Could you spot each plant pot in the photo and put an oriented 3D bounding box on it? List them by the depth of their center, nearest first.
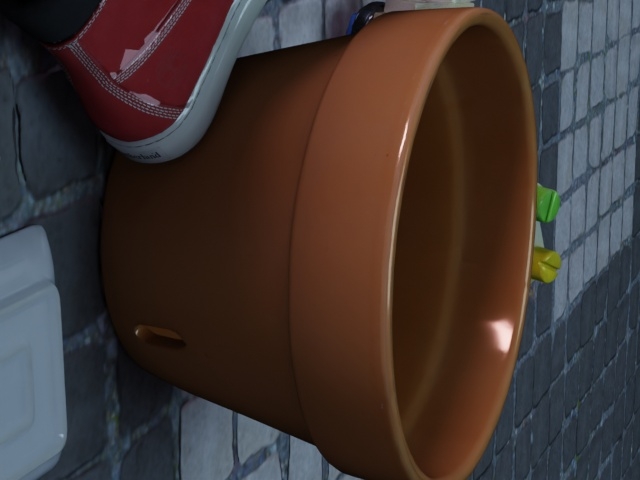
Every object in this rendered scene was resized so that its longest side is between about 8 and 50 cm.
[{"bbox_3d":[0.000,0.000,0.938,0.291,0.203,0.291,5,90,-67],"label":"plant pot"}]

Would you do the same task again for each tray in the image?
[{"bbox_3d":[-0.193,0.092,0.721,0.270,0.030,0.145,-32,125,-63],"label":"tray"}]

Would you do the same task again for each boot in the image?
[{"bbox_3d":[-0.093,-0.189,0.830,0.176,0.088,0.244,53,47,-52],"label":"boot"}]

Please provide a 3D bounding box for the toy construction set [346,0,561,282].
[{"bbox_3d":[0.111,-0.112,1.247,0.215,0.151,0.328,-9,96,-42],"label":"toy construction set"}]
